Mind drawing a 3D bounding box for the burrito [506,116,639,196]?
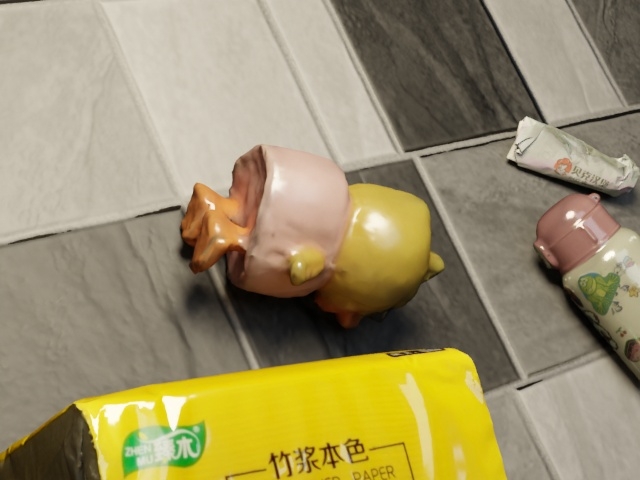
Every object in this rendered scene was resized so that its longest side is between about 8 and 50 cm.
[{"bbox_3d":[0.337,-0.108,1.722,0.203,0.064,0.064,17,56,-21],"label":"burrito"}]

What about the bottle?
[{"bbox_3d":[0.371,0.054,1.613,0.253,0.120,0.120,49,50,3],"label":"bottle"}]

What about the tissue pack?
[{"bbox_3d":[-0.069,0.240,1.126,0.382,0.293,0.228,-6,72,-34],"label":"tissue pack"}]

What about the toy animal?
[{"bbox_3d":[0.004,-0.003,1.392,0.281,0.169,0.195,23,20,-22],"label":"toy animal"}]
